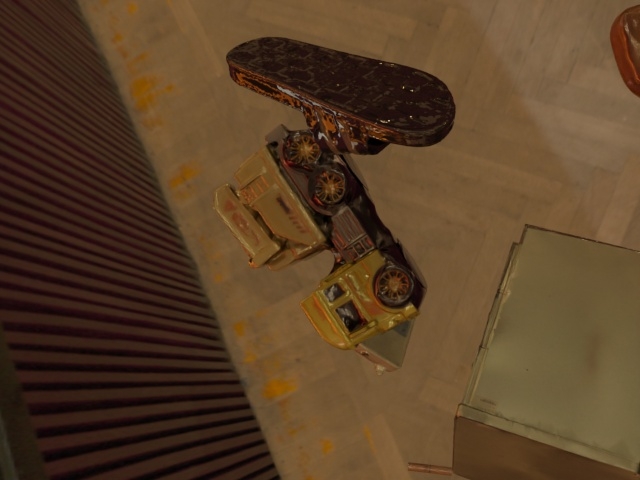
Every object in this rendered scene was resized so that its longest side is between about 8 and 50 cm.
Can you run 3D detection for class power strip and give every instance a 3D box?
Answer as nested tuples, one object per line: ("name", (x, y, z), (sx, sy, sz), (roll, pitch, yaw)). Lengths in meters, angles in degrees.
("power strip", (0.151, 0.161, 1.656), (0.118, 0.046, 0.270), (35, 54, -17))

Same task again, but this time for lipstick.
("lipstick", (0.234, 0.489, 1.614), (0.094, 0.019, 0.019), (4, 80, 7))

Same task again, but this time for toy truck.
("toy truck", (0.000, 0.000, 1.330), (0.254, 0.180, 0.405), (-35, 86, 8))

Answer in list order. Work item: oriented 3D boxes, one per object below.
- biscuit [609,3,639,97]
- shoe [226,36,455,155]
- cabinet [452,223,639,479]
("biscuit", (0.441, -0.142, 0.746), (0.291, 0.062, 0.236), (-15, 81, -14))
("shoe", (0.012, -0.087, 0.492), (0.179, 0.049, 0.071), (27, 49, 34))
("cabinet", (0.219, 0.119, 0.695), (0.150, 0.145, 0.206), (14, 58, 19))
